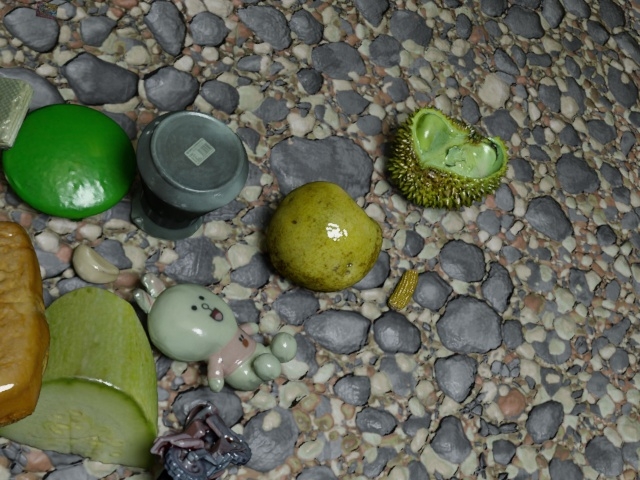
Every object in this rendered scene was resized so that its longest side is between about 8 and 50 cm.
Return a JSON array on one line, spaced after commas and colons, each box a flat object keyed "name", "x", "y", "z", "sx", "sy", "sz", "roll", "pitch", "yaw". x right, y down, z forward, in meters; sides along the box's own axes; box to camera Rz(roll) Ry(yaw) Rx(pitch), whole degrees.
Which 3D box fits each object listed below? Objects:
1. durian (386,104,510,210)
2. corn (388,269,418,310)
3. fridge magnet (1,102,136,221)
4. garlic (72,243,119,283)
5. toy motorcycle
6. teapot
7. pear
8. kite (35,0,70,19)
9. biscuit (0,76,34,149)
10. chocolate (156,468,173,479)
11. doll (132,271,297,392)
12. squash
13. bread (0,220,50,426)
[{"name": "durian", "x": 0.247, "y": -0.158, "z": 1.326, "sx": 0.237, "sy": 0.176, "sz": 0.200, "roll": 12, "pitch": 75, "yaw": -11}, {"name": "corn", "x": 0.160, "y": 0.095, "z": 1.267, "sx": 0.037, "sy": 0.037, "sz": 0.092, "roll": 34, "pitch": 60, "yaw": -6}, {"name": "fridge magnet", "x": -0.411, "y": -0.131, "z": 1.096, "sx": 0.208, "sy": 0.088, "sz": 0.207, "roll": 8, "pitch": 67, "yaw": -18}, {"name": "garlic", "x": -0.366, "y": 0.043, "z": 1.073, "sx": 0.083, "sy": 0.041, "sz": 0.053, "roll": 34, "pitch": 20, "yaw": -12}, {"name": "toy motorcycle", "x": -0.180, "y": 0.300, "z": 0.979, "sx": 0.118, "sy": 0.212, "sz": 0.084, "roll": 44, "pitch": 98, "yaw": 18}, {"name": "teapot", "x": -0.215, "y": -0.106, "z": 1.090, "sx": 0.171, "sy": 0.225, "sz": 0.203, "roll": 48, "pitch": 59, "yaw": -1}, {"name": "pear", "x": 0.000, "y": 0.000, "z": 1.158, "sx": 0.197, "sy": 0.197, "sz": 0.197, "roll": 8, "pitch": 67, "yaw": -19}, {"name": "kite", "x": -0.491, "y": -0.429, "z": 1.235, "sx": 0.078, "sy": 0.002, "sz": 0.044, "roll": -16, "pitch": 76, "yaw": -26}, {"name": "biscuit", "x": -0.569, "y": -0.213, "z": 1.056, "sx": 0.200, "sy": 0.040, "sz": 0.121, "roll": 8, "pitch": 64, "yaw": 5}, {"name": "chocolate", "x": -0.207, "y": 0.413, "z": 0.967, "sx": 0.125, "sy": 0.080, "sz": 0.148, "roll": 13, "pitch": 57, "yaw": -27}, {"name": "doll", "x": -0.180, "y": 0.156, "z": 1.066, "sx": 0.275, "sy": 0.113, "sz": 0.154, "roll": 29, "pitch": 39, "yaw": -4}, {"name": "squash", "x": -0.337, "y": 0.201, "z": 0.999, "sx": 0.237, "sy": 0.204, "sz": 0.155, "roll": 18, "pitch": 25, "yaw": -17}, {"name": "bread", "x": -0.533, "y": 0.129, "z": 0.863, "sx": 0.337, "sy": 0.148, "sz": 0.328, "roll": -7, "pitch": 51, "yaw": -27}]
